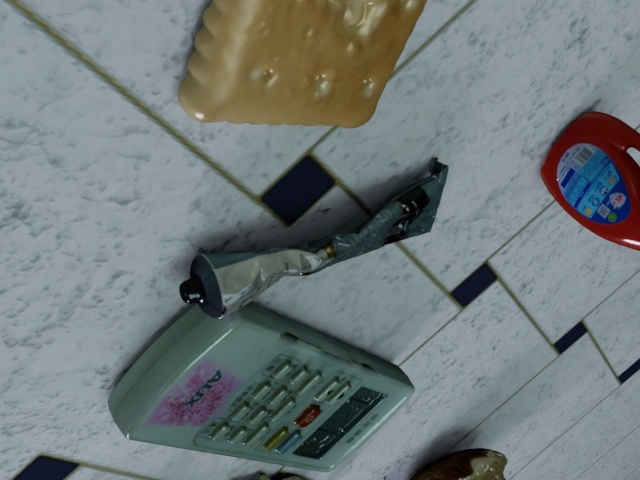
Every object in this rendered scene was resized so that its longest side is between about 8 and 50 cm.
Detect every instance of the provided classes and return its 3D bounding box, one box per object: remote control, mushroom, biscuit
[{"bbox_3d":[-0.037,0.144,0.792,0.145,0.050,0.344,-46,146,10],"label":"remote control"},{"bbox_3d":[0.215,0.405,1.134,0.233,0.302,0.208,-44,114,-15],"label":"mushroom"},{"bbox_3d":[0.020,-0.171,0.497,0.160,0.030,0.249,-3,132,-40],"label":"biscuit"}]

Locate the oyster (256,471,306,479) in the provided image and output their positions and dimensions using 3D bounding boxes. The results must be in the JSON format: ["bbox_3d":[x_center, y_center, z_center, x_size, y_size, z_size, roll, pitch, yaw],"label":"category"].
[{"bbox_3d":[-0.039,0.307,0.967,0.200,0.061,0.106,-4,132,-39],"label":"oyster"}]

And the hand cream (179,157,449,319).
[{"bbox_3d":[0.000,-0.001,0.673,0.248,0.052,0.075,-23,166,-30],"label":"hand cream"}]

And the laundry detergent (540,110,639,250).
[{"bbox_3d":[0.280,-0.039,0.768,0.049,0.165,0.097,-2,132,-45],"label":"laundry detergent"}]
